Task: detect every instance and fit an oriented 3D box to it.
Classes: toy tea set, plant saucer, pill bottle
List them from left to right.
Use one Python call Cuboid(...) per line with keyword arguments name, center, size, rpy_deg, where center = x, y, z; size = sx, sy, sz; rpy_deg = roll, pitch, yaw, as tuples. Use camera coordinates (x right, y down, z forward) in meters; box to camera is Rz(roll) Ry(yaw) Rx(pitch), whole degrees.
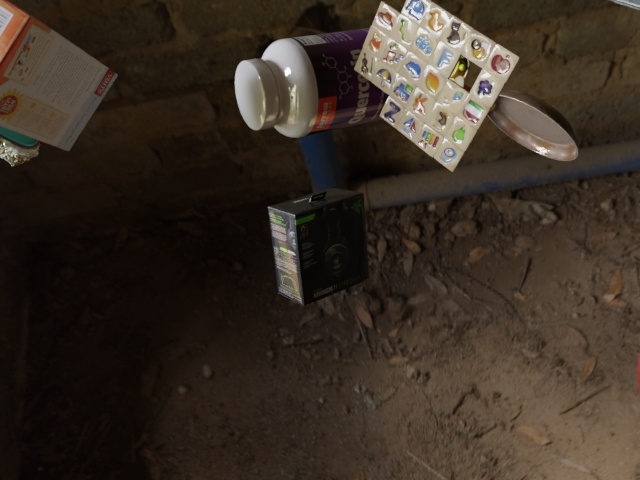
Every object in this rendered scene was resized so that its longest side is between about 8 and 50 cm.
Cuboid(name="pill bottle", center=(0.011, -0.299, 1.152), size=(0.323, 0.181, 0.181), rpy_deg=(-18, 59, -27))
Cuboid(name="toy tea set", center=(0.366, -0.508, 1.939), size=(0.124, 0.336, 0.199), rpy_deg=(12, 92, -23))
Cuboid(name="plant saucer", center=(0.609, -0.338, 1.736), size=(0.311, 0.310, 0.050), rpy_deg=(36, 91, 24))

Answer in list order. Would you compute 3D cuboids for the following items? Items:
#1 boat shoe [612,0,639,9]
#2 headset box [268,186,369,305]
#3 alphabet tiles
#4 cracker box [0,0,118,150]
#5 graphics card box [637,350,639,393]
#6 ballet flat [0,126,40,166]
Cuboid(name="boat shoe", center=(0.676, -0.444, 1.099), size=(0.335, 0.121, 0.119), rpy_deg=(31, 75, 39))
Cuboid(name="headset box", center=(0.000, 0.000, 1.689), size=(0.246, 0.282, 0.131), rpy_deg=(-19, 24, -34))
Cuboid(name="alphabet tiles", center=(0.157, -0.250, 0.918), size=(0.237, 0.198, 0.009), rpy_deg=(43, 43, 21))
Cuboid(name="cracker box", center=(-0.422, -0.236, 0.901), size=(0.067, 0.232, 0.155), rpy_deg=(34, 92, 11))
Cuboid(name="graphics card box", center=(0.629, 0.205, 0.770), size=(0.371, 0.233, 0.094), rpy_deg=(7, 84, 18))
Cuboid(name="ballet flat", center=(-0.607, -0.209, 1.045), size=(0.077, 0.241, 0.091), rpy_deg=(-40, 22, 34))
